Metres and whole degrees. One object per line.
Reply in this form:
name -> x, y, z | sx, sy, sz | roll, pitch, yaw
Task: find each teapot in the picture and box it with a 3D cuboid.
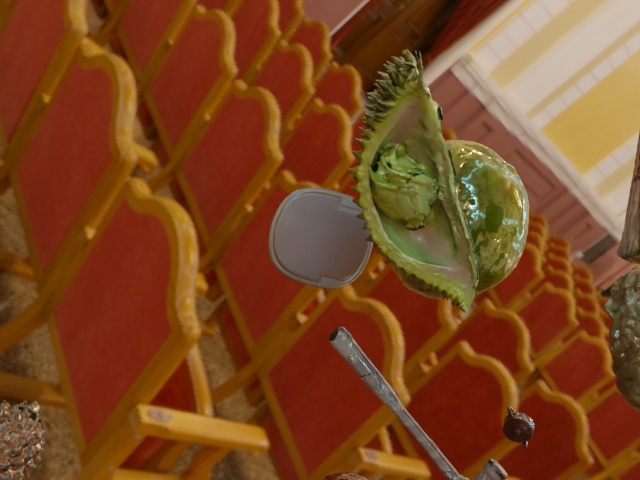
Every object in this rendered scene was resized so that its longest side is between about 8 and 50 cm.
teapot -> 0.439, 0.417, 1.797 | 0.100, 0.068, 0.045 | 63, 25, -9

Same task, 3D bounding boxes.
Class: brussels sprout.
brussels sprout -> 0.254, -0.034, 1.598 | 0.268, 0.344, 0.344 | 34, 24, -38

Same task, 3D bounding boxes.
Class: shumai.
shumai -> 0.402, 0.094, 0.922 | 0.184, 0.184, 0.142 | 49, 11, -5

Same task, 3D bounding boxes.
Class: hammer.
hammer -> 0.163, 0.326, 1.538 | 0.427, 0.152, 0.044 | 52, 10, 22

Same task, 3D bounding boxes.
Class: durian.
durian -> 0.140, -0.089, 1.115 | 0.158, 0.170, 0.355 | -29, 112, -38

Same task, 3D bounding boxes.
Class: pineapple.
pineapple -> -0.610, 0.388, 1.554 | 0.166, 0.166, 0.193 | 45, 55, -15

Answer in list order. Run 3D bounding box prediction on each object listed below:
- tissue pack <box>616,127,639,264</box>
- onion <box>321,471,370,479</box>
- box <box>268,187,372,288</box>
tissue pack -> 0.636, -0.068, 1.107 | 0.395, 0.287, 0.124 | 13, -16, 4
onion -> 0.067, 0.731, 2.043 | 0.221, 0.281, 0.280 | 29, 28, -46
box -> 0.000, 0.000, 2.323 | 0.301, 0.301, 0.216 | 51, -3, 3
